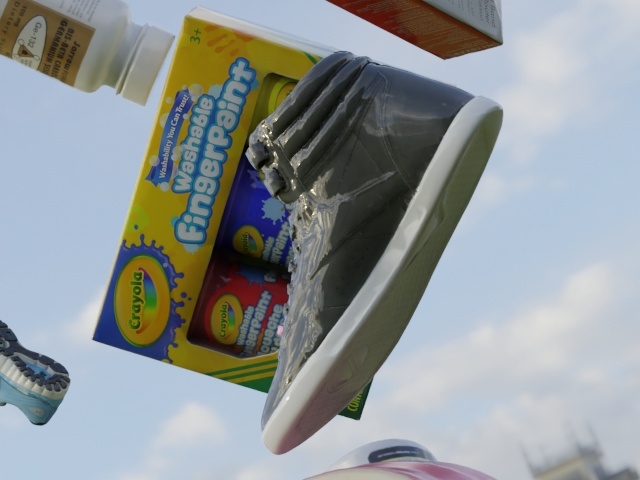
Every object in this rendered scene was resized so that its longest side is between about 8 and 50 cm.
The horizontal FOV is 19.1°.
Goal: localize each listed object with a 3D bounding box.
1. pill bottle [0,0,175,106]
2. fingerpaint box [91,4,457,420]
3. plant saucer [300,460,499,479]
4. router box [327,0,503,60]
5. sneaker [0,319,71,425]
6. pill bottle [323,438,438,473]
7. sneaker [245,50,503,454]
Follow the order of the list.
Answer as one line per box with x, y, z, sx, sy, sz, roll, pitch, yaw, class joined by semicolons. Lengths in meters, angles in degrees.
-0.309;-0.262;2.426;0.229;0.131;0.131;24;-29;-5;pill bottle
-0.058;-0.037;2.472;0.371;0.445;0.163;18;12;-2;fingerpaint box
0.006;0.271;1.223;0.332;0.332;0.084;-28;-53;15;plant saucer
0.080;-0.398;2.052;0.082;0.336;0.301;-12;-17;34;router box
-0.330;0.134;1.929;0.063;0.162;0.073;-20;-43;-52;sneaker
0.079;0.267;1.496;0.119;0.208;0.119;-14;-47;-15;pill bottle
0.000;0.000;1.346;0.296;0.147;0.104;-62;-19;13;sneaker
